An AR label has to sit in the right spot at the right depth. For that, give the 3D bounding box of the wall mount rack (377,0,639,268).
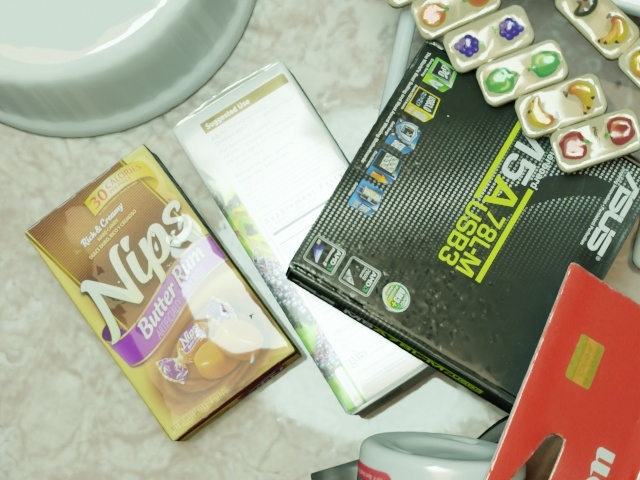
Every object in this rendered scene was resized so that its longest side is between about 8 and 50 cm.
[{"bbox_3d":[0.172,-0.162,1.321,0.350,0.130,0.304,17,82,11],"label":"wall mount rack"}]

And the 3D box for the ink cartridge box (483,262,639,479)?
[{"bbox_3d":[0.206,0.199,1.213,0.066,0.261,0.296,12,76,50],"label":"ink cartridge box"}]

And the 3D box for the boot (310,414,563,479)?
[{"bbox_3d":[0.147,0.259,1.289,0.264,0.096,0.280,-17,83,3],"label":"boot"}]

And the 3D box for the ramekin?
[{"bbox_3d":[-0.185,-0.220,1.354,0.277,0.135,0.277,-1,84,5],"label":"ramekin"}]

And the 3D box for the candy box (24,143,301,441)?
[{"bbox_3d":[-0.112,0.038,1.359,0.109,0.053,0.186,-37,80,1],"label":"candy box"}]

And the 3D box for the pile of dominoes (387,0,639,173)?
[{"bbox_3d":[0.159,-0.177,1.239,0.196,0.040,0.251,-44,79,1],"label":"pile of dominoes"}]

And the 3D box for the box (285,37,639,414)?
[{"bbox_3d":[0.102,-0.009,1.265,0.184,0.045,0.190,31,77,3],"label":"box"}]

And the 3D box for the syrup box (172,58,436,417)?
[{"bbox_3d":[0.000,0.000,1.332,0.096,0.093,0.237,-33,82,1],"label":"syrup box"}]

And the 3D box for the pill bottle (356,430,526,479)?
[{"bbox_3d":[0.070,0.219,1.219,0.108,0.108,0.180,7,95,6],"label":"pill bottle"}]
